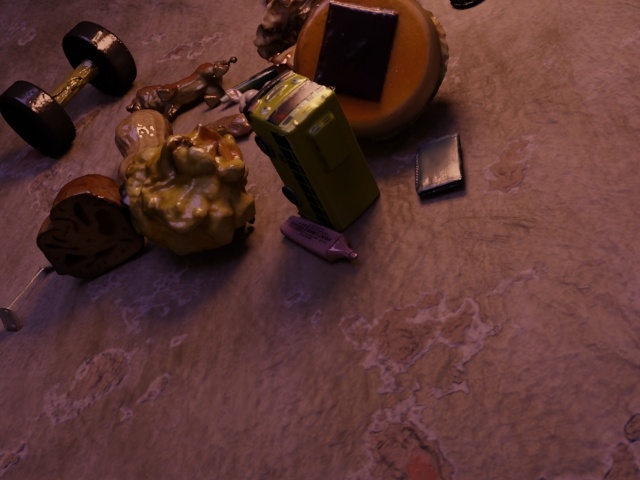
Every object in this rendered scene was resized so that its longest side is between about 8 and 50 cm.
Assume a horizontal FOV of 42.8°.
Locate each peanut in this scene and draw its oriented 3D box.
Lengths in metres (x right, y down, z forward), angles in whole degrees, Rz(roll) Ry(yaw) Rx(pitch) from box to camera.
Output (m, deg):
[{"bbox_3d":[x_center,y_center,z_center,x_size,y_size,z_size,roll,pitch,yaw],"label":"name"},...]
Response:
[{"bbox_3d":[-0.385,-0.189,1.780,0.120,0.136,0.298,-52,32,28],"label":"peanut"}]

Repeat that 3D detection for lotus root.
[{"bbox_3d":[-0.464,-0.054,1.635,0.188,0.199,0.180,-21,42,4],"label":"lotus root"}]

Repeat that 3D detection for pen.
[{"bbox_3d":[0.000,0.000,1.421,0.053,0.032,0.197,-45,40,-18],"label":"pen"}]

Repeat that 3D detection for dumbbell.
[{"bbox_3d":[-0.651,-0.395,2.112,0.204,0.204,0.322,13,55,40],"label":"dumbbell"}]

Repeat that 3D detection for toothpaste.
[{"bbox_3d":[-0.146,-0.376,1.915,0.204,0.031,0.049,-32,27,-6],"label":"toothpaste"}]

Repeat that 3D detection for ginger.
[{"bbox_3d":[-0.223,-0.242,1.811,0.173,0.051,0.069,-20,34,19],"label":"ginger"}]

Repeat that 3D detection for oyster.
[{"bbox_3d":[0.008,-0.513,1.848,0.351,0.115,0.238,-16,-3,5],"label":"oyster"}]

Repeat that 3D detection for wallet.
[{"bbox_3d":[0.208,-0.130,1.435,0.088,0.026,0.129,-17,42,22],"label":"wallet"}]

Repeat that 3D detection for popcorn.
[{"bbox_3d":[-0.242,-0.094,1.538,0.252,0.215,0.286,-53,44,7],"label":"popcorn"}]

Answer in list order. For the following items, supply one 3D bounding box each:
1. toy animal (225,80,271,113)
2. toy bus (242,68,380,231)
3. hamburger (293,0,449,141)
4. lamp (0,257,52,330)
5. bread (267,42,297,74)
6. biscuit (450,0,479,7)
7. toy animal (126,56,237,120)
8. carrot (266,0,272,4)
[{"bbox_3d":[-0.140,-0.313,1.812,0.124,0.071,0.085,-22,40,10],"label":"toy animal"},{"bbox_3d":[-0.009,-0.151,1.409,0.128,0.262,0.150,-45,44,-17],"label":"toy bus"},{"bbox_3d":[0.092,-0.331,1.538,0.300,0.300,0.176,-19,1,13],"label":"hamburger"},{"bbox_3d":[-0.596,0.101,1.691,0.050,0.056,0.198,-6,33,28],"label":"lamp"},{"bbox_3d":[0.019,-0.381,1.746,0.244,0.123,0.190,-14,40,18],"label":"bread"},{"bbox_3d":[0.329,-0.549,1.808,0.089,0.027,0.087,-8,45,26],"label":"biscuit"},{"bbox_3d":[-0.332,-0.368,1.977,0.312,0.097,0.157,-24,33,5],"label":"toy animal"},{"bbox_3d":[-0.112,-0.623,2.144,0.061,0.061,0.209,-24,43,8],"label":"carrot"}]
